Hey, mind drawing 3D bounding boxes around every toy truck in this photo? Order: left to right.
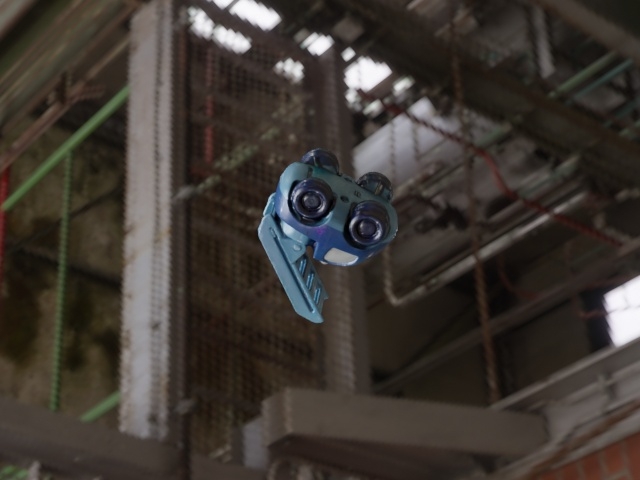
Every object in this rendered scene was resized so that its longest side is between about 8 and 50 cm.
[{"bbox_3d":[0.000,0.000,0.823,0.073,0.090,0.056,24,-151,-6],"label":"toy truck"}]
